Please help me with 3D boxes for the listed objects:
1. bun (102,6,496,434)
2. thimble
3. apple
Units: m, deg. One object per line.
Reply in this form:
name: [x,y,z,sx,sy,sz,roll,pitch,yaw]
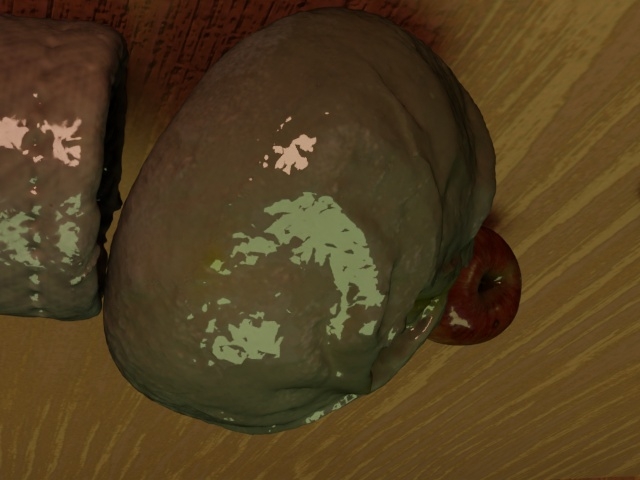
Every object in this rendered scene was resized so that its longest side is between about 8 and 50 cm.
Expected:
bun: [0.000,0.000,0.760,0.211,0.362,0.362,32,159,14]
thimble: [-0.228,-0.051,0.715,0.157,0.217,0.245,6,164,-8]
apple: [0.154,0.050,1.105,0.146,0.146,0.131,10,175,-32]
